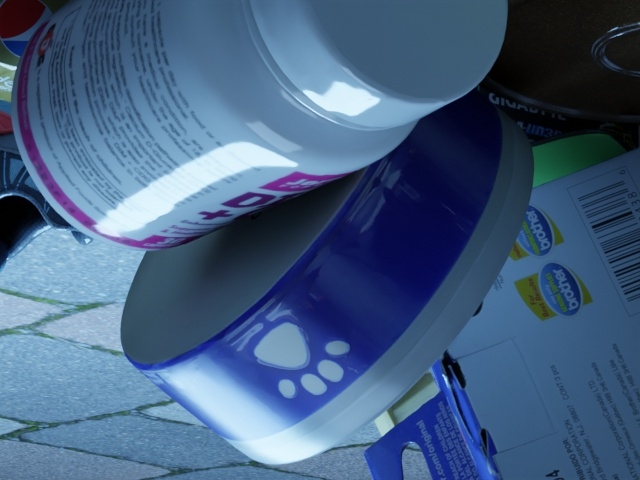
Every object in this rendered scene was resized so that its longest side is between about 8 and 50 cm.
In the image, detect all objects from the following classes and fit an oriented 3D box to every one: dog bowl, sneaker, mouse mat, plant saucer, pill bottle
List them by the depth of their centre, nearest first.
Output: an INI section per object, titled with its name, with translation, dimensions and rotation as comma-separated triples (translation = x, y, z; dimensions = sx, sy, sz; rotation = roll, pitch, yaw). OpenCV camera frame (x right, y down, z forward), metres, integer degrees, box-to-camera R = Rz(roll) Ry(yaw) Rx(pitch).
[pill bottle]
translation = -0.038, -0.099, 1.078
dimensions = 0.160, 0.160, 0.283
rotation = 12, 161, -32
[plant saucer]
translation = 0.201, -0.130, 1.156
dimensions = 0.310, 0.050, 0.310
rotation = 1, 163, 0
[dog bowl]
translation = 0.000, 0.000, 1.210
dimensions = 0.104, 0.265, 0.265
rotation = 39, 149, -20
[mouse mat]
translation = 0.141, -0.031, 1.365
dimensions = 0.189, 0.007, 0.152
rotation = -12, 154, 28
[sneaker]
translation = -0.259, -0.033, 1.388
dimensions = 0.262, 0.125, 0.104
rotation = -8, 161, 29

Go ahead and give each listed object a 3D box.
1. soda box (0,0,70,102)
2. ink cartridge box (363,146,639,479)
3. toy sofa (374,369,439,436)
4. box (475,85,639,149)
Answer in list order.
[soda box]
translation = -0.170, -0.117, 1.215
dimensions = 0.181, 0.058, 0.061
rotation = 13, 160, -33
[ink cartridge box]
translation = 0.221, 0.086, 1.257
dimensions = 0.395, 0.270, 0.151
rotation = -20, 149, -3
[toy sofa]
translation = 0.210, 0.056, 1.665
dimensions = 0.362, 0.177, 0.150
rotation = -5, 138, 21
[box]
translation = 0.136, -0.036, 1.434
dimensions = 0.175, 0.051, 0.220
rotation = 12, 157, -22
